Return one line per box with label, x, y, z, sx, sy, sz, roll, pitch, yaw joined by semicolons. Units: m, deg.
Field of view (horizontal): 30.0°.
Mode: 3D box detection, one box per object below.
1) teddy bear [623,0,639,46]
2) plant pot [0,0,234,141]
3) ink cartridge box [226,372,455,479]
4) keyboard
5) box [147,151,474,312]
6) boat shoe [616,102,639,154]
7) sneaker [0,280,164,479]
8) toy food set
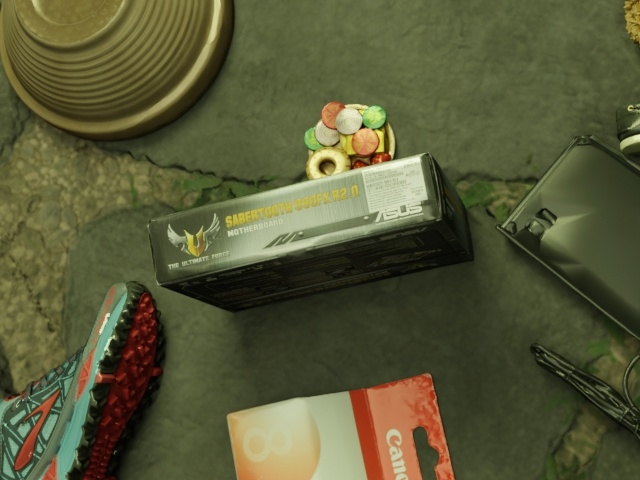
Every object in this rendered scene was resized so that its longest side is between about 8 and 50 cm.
teddy bear;0.412;-0.241;0.957;0.338;0.113;0.245;4;78;15
plant pot;-0.211;-0.219;1.122;0.237;0.110;0.237;-3;79;15
ink cartridge box;0.019;0.200;1.011;0.179;0.045;0.145;-15;76;14
keyboard;0.277;0.072;0.973;0.317;0.033;0.201;40;84;19
box;0.000;0.000;0.983;0.231;0.183;0.056;-13;77;13
boat shoe;0.312;-0.102;0.988;0.133;0.049;0.042;-8;73;11
sneaker;-0.234;0.149;1.059;0.125;0.104;0.261;20;85;20
toy food set;0.026;-0.086;1.077;0.083;0.020;0.082;-5;78;15
